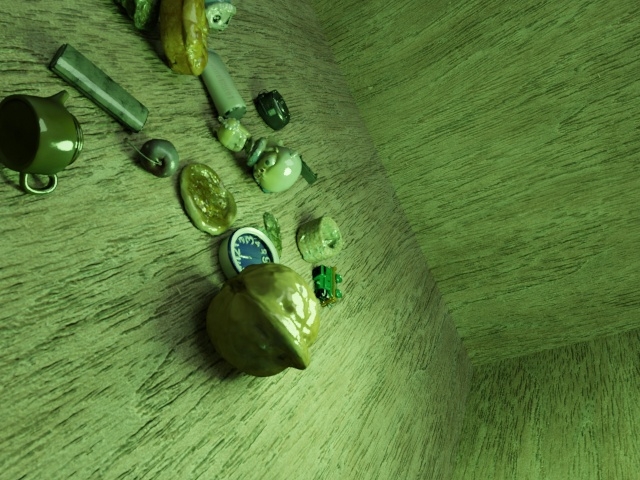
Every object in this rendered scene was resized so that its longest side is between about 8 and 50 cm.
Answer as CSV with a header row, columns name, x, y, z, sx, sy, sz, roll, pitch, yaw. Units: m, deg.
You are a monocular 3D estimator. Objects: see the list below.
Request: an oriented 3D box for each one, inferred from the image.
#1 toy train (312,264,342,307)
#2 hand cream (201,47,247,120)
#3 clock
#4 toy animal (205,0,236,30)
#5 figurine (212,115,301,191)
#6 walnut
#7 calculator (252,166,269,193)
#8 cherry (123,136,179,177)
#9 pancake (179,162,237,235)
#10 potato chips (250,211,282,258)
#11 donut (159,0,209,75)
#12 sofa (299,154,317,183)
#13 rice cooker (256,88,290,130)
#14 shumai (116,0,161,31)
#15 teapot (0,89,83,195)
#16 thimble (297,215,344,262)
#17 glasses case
name,x,y,z,sx,sy,sz,roll,pitch,yaw
toy train,0.026,0.203,2.229,0.136,0.091,0.228,33,43,-32
hand cream,-0.432,-0.670,2.047,0.185,0.118,0.359,-12,74,-59
clock,-0.259,0.067,1.781,0.230,0.083,0.230,26,51,-36
toy animal,-0.475,-1.064,2.192,0.204,0.156,0.208,63,31,-1
figurine,-0.258,-0.378,2.003,0.394,0.226,0.274,32,39,-14
walnut,-0.169,0.255,1.569,0.383,0.383,0.384,41,37,-41
calculator,-0.216,-0.304,2.204,0.173,0.051,0.293,64,27,-4
cherry,-0.533,-0.291,1.558,0.188,0.115,0.148,44,54,-29
pancake,-0.406,-0.152,1.756,0.282,0.049,0.282,41,35,-37
potato chips,-0.217,-0.019,2.023,0.202,0.029,0.220,53,33,-27
donut,-0.501,-0.780,1.823,0.317,0.150,0.299,-96,-176,-48
sofa,-0.070,-0.373,2.509,0.147,0.060,0.085,48,33,-33
rice cooker,-0.228,-0.636,2.355,0.203,0.118,0.142,60,28,-23
shumai,-0.691,-0.937,1.726,0.263,0.304,0.309,20,41,-11
teapot,-0.673,-0.242,1.203,0.175,0.185,0.268,-8,115,-63
thimble,-0.001,-0.006,2.268,0.196,0.148,0.229,67,25,-1
glasses case,-0.668,-0.457,1.490,0.299,0.060,0.114,39,38,-42
